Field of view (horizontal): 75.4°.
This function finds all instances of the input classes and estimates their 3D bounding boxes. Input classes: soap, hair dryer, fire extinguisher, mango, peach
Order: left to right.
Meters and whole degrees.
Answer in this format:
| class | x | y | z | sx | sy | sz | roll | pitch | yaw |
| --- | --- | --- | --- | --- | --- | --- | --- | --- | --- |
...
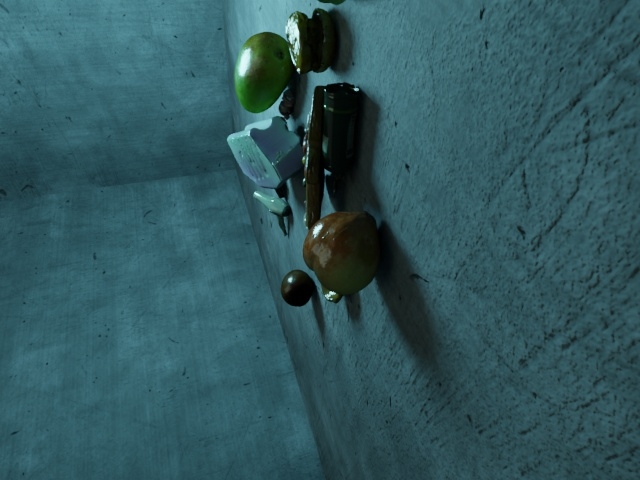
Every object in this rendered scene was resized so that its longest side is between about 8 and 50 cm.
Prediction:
| class | x | y | z | sx | sy | sz | roll | pitch | yaw |
| --- | --- | --- | --- | --- | --- | --- | --- | --- | --- |
| mango | -0.225 | -0.627 | 1.573 | 0.382 | 0.201 | 0.225 | -31 | 78 | 62 |
| soap | -0.216 | -0.353 | 1.700 | 0.446 | 0.156 | 0.261 | 19 | 138 | 61 |
| hair dryer | -0.254 | -0.151 | 2.143 | 0.229 | 0.092 | 0.267 | 40 | 153 | 14 |
| fire extinguisher | 0.051 | -0.261 | 1.107 | 0.118 | 0.093 | 0.295 | -79 | -7 | -50 |
| peach | 0.069 | 0.020 | 1.086 | 0.232 | 0.232 | 0.233 | 169 | 90 | -75 |

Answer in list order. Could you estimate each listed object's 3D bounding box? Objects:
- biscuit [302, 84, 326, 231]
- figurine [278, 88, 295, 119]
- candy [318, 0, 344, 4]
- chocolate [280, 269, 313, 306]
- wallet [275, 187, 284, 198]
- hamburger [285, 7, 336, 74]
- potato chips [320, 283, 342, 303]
| class | x | y | z | sx | sy | sz | roll | pitch | yaw |
| --- | --- | --- | --- | --- | --- | --- | --- | --- | --- |
| biscuit | -0.022 | -0.252 | 1.228 | 0.432 | 0.064 | 0.283 | 91 | -175 | -49 |
| figurine | -0.127 | -0.537 | 1.632 | 0.072 | 0.054 | 0.129 | 60 | 154 | 9 |
| candy | -0.024 | -0.686 | 1.003 | 0.142 | 0.131 | 0.344 | -65 | 36 | 39 |
| chocolate | -0.111 | 0.207 | 1.877 | 0.176 | 0.176 | 0.177 | 169 | 90 | -75 |
| wallet | -0.251 | -0.360 | 2.119 | 0.165 | 0.042 | 0.310 | 72 | 178 | -54 |
| hamburger | -0.024 | -0.553 | 1.156 | 0.185 | 0.113 | 0.177 | 118 | 134 | -78 |
| potato chips | 0.048 | 0.106 | 1.416 | 0.195 | 0.061 | 0.208 | 105 | 152 | -46 |
